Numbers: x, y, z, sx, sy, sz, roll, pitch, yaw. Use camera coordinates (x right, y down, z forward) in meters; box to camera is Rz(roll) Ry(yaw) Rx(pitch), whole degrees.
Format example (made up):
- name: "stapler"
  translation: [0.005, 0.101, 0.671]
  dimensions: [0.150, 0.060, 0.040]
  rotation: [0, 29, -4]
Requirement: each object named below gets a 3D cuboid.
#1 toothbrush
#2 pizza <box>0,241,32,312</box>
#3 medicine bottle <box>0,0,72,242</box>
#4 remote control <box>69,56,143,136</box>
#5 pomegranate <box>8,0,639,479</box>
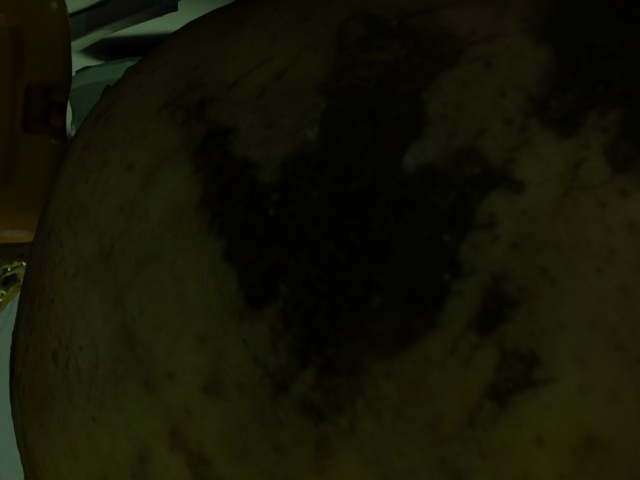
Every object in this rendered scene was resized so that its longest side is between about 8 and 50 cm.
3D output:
- name: "toothbrush"
  translation: [-0.071, -0.097, 0.682]
  dimensions: [0.017, 0.014, 0.194]
  rotation: [5, 175, -25]
- name: "pizza"
  translation: [-0.239, -0.001, 1.197]
  dimensions: [0.189, 0.071, 0.297]
  rotation: [0, -164, -17]
- name: "medicine bottle"
  translation: [-0.210, -0.052, 0.732]
  dimensions: [0.149, 0.112, 0.222]
  rotation: [5, 175, -27]
- name: "remote control"
  translation: [-0.013, -0.067, 0.803]
  dimensions: [0.247, 0.052, 0.104]
  rotation: [-3, 173, 33]
- name: "pomegranate"
  translation: [0.047, 0.040, 0.613]
  dimensions: [0.322, 0.322, 0.322]
  rotation: [3, 176, 0]
